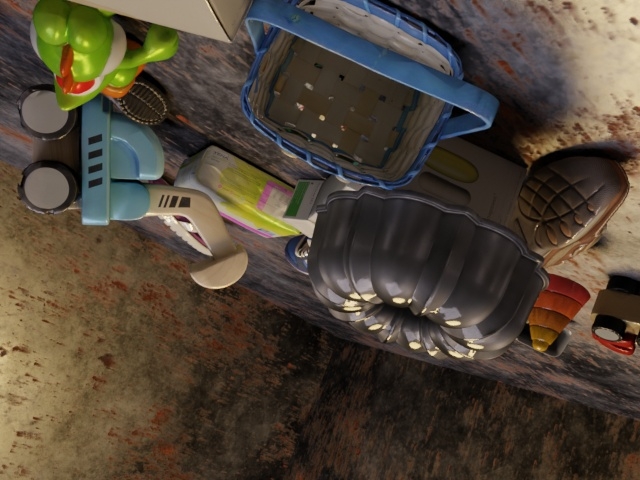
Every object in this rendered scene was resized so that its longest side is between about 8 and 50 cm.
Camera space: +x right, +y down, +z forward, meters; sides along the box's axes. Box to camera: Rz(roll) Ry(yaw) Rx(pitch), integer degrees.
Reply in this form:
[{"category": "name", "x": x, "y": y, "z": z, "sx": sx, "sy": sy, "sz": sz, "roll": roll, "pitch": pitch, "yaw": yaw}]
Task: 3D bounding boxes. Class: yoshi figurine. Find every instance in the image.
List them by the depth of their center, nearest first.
[{"category": "yoshi figurine", "x": -0.321, "y": -0.318, "z": 0.939, "sx": 0.202, "sy": 0.204, "sz": 0.362, "roll": 68, "pitch": 169, "yaw": -12}]

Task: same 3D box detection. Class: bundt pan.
[{"category": "bundt pan", "x": 0.128, "y": 0.066, "z": 0.890, "sx": 0.331, "sy": 0.124, "sz": 0.330, "roll": 19, "pitch": 159, "yaw": 8}]

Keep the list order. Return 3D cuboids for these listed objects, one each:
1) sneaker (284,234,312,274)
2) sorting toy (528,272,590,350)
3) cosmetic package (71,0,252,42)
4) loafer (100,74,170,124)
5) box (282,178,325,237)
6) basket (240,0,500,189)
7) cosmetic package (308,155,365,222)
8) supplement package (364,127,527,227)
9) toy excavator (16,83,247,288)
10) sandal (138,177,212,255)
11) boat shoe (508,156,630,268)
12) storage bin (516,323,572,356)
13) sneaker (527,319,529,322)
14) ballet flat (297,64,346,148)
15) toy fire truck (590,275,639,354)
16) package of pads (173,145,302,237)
[{"category": "sneaker", "x": 0.000, "y": 0.001, "z": 1.691, "sx": 0.323, "sy": 0.130, "sz": 0.236, "roll": 18, "pitch": 157, "yaw": 37}, {"category": "sorting toy", "x": 0.293, "y": 0.112, "z": 1.216, "sx": 0.366, "sy": 0.126, "sz": 0.127, "roll": 12, "pitch": 163, "yaw": 30}, {"category": "cosmetic package", "x": -0.208, "y": -0.323, "z": 0.652, "sx": 0.310, "sy": 0.160, "sz": 0.113, "roll": 20, "pitch": 167, "yaw": 14}, {"category": "loafer", "x": -0.375, "y": -0.297, "z": 1.234, "sx": 0.220, "sy": 0.080, "sz": 0.078, "roll": 34, "pitch": -165, "yaw": -43}, {"category": "box", "x": -0.008, "y": -0.067, "z": 1.445, "sx": 0.087, "sy": 0.101, "sz": 0.102, "roll": 8, "pitch": 161, "yaw": 45}, {"category": "basket", "x": 0.043, "y": -0.171, "z": 0.740, "sx": 0.255, "sy": 0.200, "sz": 0.289, "roll": 24, "pitch": 176, "yaw": -4}, {"category": "cosmetic package", "x": 0.191, "y": -0.031, "z": 1.276, "sx": 0.378, "sy": 0.097, "sz": 0.284, "roll": 24, "pitch": 168, "yaw": -10}, {"category": "supplement package", "x": 0.172, "y": -0.050, "z": 1.022, "sx": 0.203, "sy": 0.194, "sz": 0.149, "roll": 23, "pitch": 165, "yaw": -6}, {"category": "toy excavator", "x": -0.373, "y": -0.112, "z": 1.380, "sx": 0.446, "sy": 0.432, "sz": 0.222, "roll": 0, "pitch": -170, "yaw": -14}, {"category": "sandal", "x": -0.381, "y": -0.075, "z": 1.996, "sx": 0.102, "sy": 0.169, "sz": 0.416, "roll": -27, "pitch": 145, "yaw": 17}, {"category": "boat shoe", "x": 0.366, "y": -0.035, "z": 0.995, "sx": 0.117, "sy": 0.123, "sz": 0.324, "roll": -9, "pitch": 162, "yaw": -13}, {"category": "storage bin", "x": 0.564, "y": 0.222, "z": 1.707, "sx": 0.135, "sy": 0.098, "sz": 0.091, "roll": 24, "pitch": -166, "yaw": -10}, {"category": "sneaker", "x": 0.483, "y": 0.147, "z": 1.520, "sx": 0.192, "sy": 0.086, "sz": 0.064, "roll": 22, "pitch": 167, "yaw": 2}, {"category": "ballet flat", "x": -0.003, "y": -0.186, "z": 1.030, "sx": 0.091, "sy": 0.077, "sz": 0.241, "roll": 19, "pitch": 167, "yaw": 12}, {"category": "toy fire truck", "x": 0.664, "y": 0.178, "z": 1.287, "sx": 0.217, "sy": 0.158, "sz": 0.246, "roll": 12, "pitch": 153, "yaw": 36}, {"category": "package of pads", "x": -0.185, "y": -0.107, "z": 1.577, "sx": 0.297, "sy": 0.101, "sz": 0.229, "roll": 27, "pitch": 166, "yaw": -22}]
